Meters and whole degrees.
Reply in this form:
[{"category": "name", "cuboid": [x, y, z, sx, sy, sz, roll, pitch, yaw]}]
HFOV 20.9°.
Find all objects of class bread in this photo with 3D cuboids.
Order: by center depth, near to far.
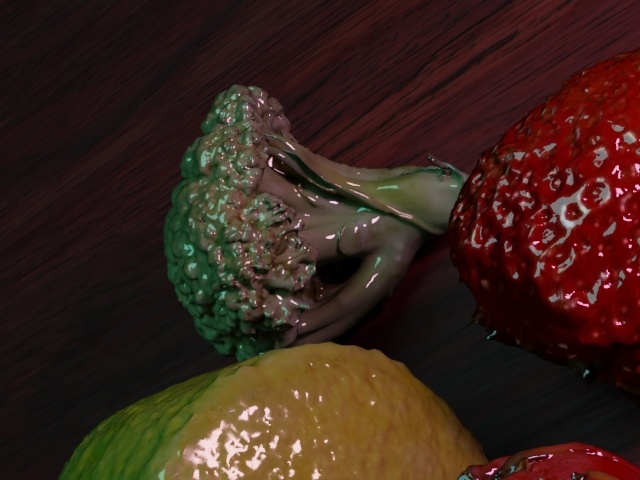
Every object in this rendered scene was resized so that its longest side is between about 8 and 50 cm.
[{"category": "bread", "cuboid": [-0.041, 0.263, 1.433, 0.308, 0.348, 0.348, -17, 50, 59]}]

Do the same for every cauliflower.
[{"category": "cauliflower", "cuboid": [-0.019, 0.002, 1.725, 0.260, 0.281, 0.327, 161, 108, -72]}]

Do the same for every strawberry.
[{"category": "strawberry", "cuboid": [0.234, -0.024, 1.369, 0.257, 0.257, 0.277, 29, 98, 56]}]

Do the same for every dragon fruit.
[{"category": "dragon fruit", "cuboid": [0.190, 0.237, 1.274, 0.172, 0.209, 0.172, -30, 21, 13]}]
